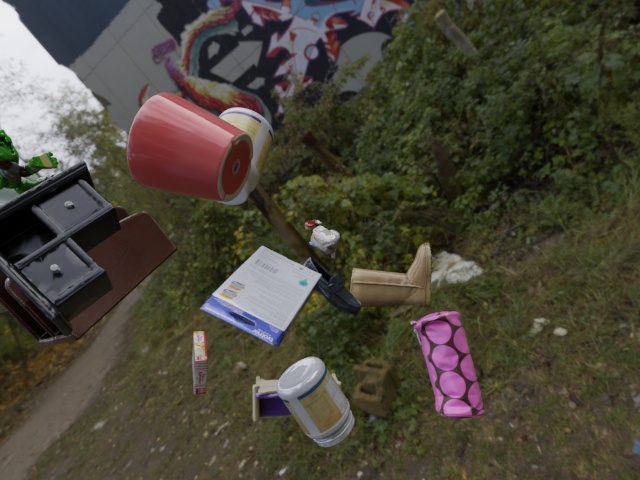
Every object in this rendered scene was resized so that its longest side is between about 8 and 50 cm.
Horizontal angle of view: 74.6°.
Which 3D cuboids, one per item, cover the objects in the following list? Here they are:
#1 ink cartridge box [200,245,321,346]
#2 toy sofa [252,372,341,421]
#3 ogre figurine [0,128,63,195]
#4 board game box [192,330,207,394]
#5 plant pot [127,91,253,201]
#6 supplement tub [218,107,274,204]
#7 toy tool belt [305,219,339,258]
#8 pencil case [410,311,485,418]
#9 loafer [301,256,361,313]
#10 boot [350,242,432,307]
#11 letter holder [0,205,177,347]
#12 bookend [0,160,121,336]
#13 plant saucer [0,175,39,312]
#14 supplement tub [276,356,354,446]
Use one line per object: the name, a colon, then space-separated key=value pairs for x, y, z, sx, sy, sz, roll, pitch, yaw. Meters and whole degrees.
ink cartridge box: x=-0.134 y=0.136 z=1.019 sx=0.065 sy=0.186 sz=0.311 roll=-68 pitch=-8 yaw=28
toy sofa: x=-0.096 y=0.656 z=1.733 sx=0.363 sy=0.150 sz=0.177 roll=0 pitch=3 yaw=-7
ogre figurine: x=-0.650 y=-0.155 z=0.881 sx=0.118 sy=0.096 sz=0.197 roll=-27 pitch=-21 yaw=22
board game box: x=-0.457 y=0.456 z=1.583 sx=0.045 sy=0.146 sz=0.193 roll=1 pitch=20 yaw=-19
plant pot: x=-0.334 y=-0.234 z=1.146 sx=0.275 sy=0.243 sz=0.274 roll=19 pitch=-90 yaw=-81
supplement tub: x=-0.338 y=-0.332 z=1.664 sx=0.241 sy=0.241 sz=0.331 roll=-21 pitch=45 yaw=44
toy tool belt: x=0.000 y=0.000 z=0.837 sx=0.083 sy=0.051 sz=0.052 roll=33 pitch=48 yaw=31
pencil case: x=0.254 y=0.249 z=0.843 sx=0.098 sy=0.209 sz=0.095 roll=-13 pitch=-12 yaw=-1
loafer: x=0.034 y=0.135 z=1.261 sx=0.078 sy=0.223 sz=0.076 roll=-58 pitch=-11 yaw=22
boot: x=0.242 y=0.116 z=1.441 sx=0.270 sy=0.089 sz=0.235 roll=2 pitch=74 yaw=12
letter holder: x=-0.503 y=0.036 z=0.892 sx=0.152 sy=0.214 sz=0.301 roll=-16 pitch=26 yaw=34
bookend: x=-0.313 y=0.007 z=0.534 sx=0.156 sy=0.157 sz=0.072 roll=-44 pitch=-9 yaw=-31
plant saucer: x=-0.850 y=0.004 z=1.086 sx=0.400 sy=0.400 sz=0.101 roll=-46 pitch=31 yaw=-24
supplement tub: x=-0.010 y=0.431 z=1.124 sx=0.144 sy=0.199 sz=0.144 roll=-29 pitch=12 yaw=7
